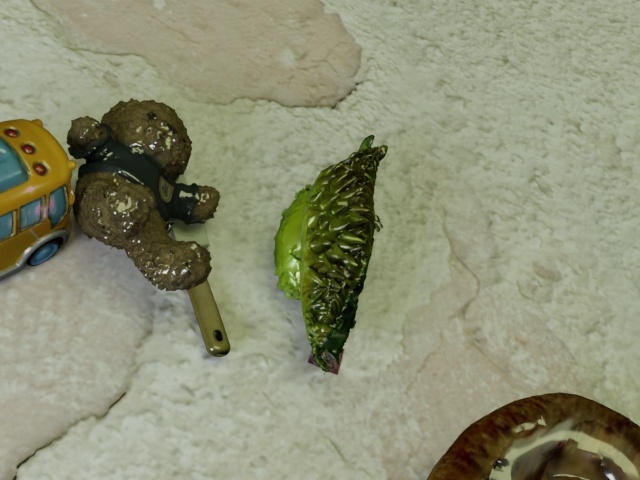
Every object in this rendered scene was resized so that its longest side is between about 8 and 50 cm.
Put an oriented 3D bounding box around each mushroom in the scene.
[{"bbox_3d":[0.217,0.290,1.128,0.263,0.195,0.283,21,33,2],"label":"mushroom"}]

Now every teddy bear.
[{"bbox_3d":[-0.198,-0.052,1.247,0.182,0.129,0.251,48,24,-32],"label":"teddy bear"}]

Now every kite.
[{"bbox_3d":[0.005,0.110,1.294,0.044,0.002,0.078,7,54,-19],"label":"kite"}]

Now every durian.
[{"bbox_3d":[0.007,0.002,1.296,0.106,0.132,0.375,32,43,-15],"label":"durian"}]

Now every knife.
[{"bbox_3d":[-0.141,0.000,1.302,0.047,0.017,0.298,-5,54,-26],"label":"knife"}]

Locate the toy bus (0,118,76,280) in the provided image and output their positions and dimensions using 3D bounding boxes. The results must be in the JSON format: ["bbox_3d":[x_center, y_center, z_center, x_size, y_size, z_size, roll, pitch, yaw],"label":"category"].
[{"bbox_3d":[-0.338,-0.035,1.163,0.209,0.136,0.126,-29,71,-38],"label":"toy bus"}]
